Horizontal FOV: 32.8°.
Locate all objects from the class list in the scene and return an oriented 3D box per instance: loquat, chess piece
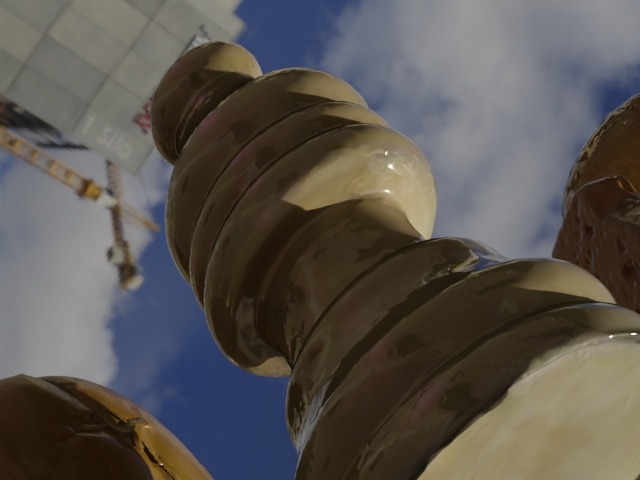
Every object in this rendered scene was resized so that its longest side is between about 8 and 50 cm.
[{"bbox_3d":[0.419,-0.052,1.281,0.276,0.276,0.284,-54,174,3],"label":"loquat"},{"bbox_3d":[0.000,0.000,0.450,0.124,0.139,0.307,-20,-137,-15],"label":"chess piece"}]

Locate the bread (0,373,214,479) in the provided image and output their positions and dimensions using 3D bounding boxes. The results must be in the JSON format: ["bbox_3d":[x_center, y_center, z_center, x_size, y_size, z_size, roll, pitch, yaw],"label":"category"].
[{"bbox_3d":[-0.078,0.129,0.458,0.077,0.114,0.189,-42,-101,7],"label":"bread"}]

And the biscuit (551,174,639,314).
[{"bbox_3d":[0.303,0.164,0.929,0.350,0.078,0.456,130,-53,-70],"label":"biscuit"}]
